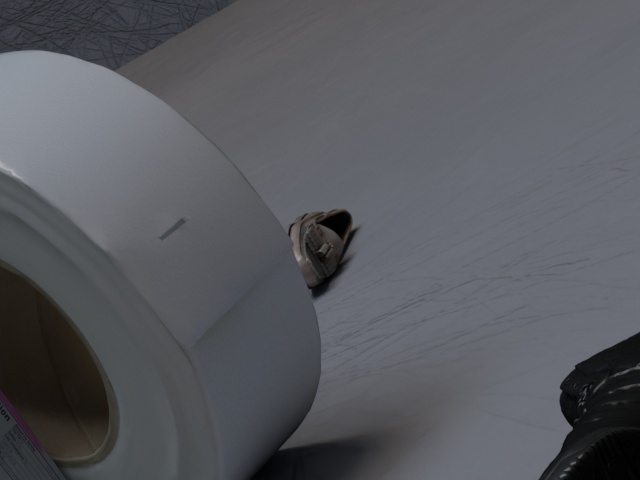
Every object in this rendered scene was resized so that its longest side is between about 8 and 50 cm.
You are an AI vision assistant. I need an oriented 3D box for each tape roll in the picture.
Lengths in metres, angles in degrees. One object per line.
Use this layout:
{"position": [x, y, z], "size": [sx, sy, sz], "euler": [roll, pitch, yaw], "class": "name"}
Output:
{"position": [-0.141, 0.039, 1.033], "size": [0.286, 0.286, 0.100], "euler": [-19, 19, 48], "class": "tape roll"}

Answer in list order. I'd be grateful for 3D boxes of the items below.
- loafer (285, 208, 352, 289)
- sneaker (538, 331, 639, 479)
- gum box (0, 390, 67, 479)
{"position": [0.000, 0.000, 1.357], "size": [0.039, 0.045, 0.125], "euler": [-24, 12, 10], "class": "loafer"}
{"position": [0.128, 0.079, 0.775], "size": [0.170, 0.051, 0.089], "euler": [-36, 13, -29], "class": "sneaker"}
{"position": [-0.207, 0.137, 1.045], "size": [0.107, 0.188, 0.062], "euler": [-18, 20, 47], "class": "gum box"}
